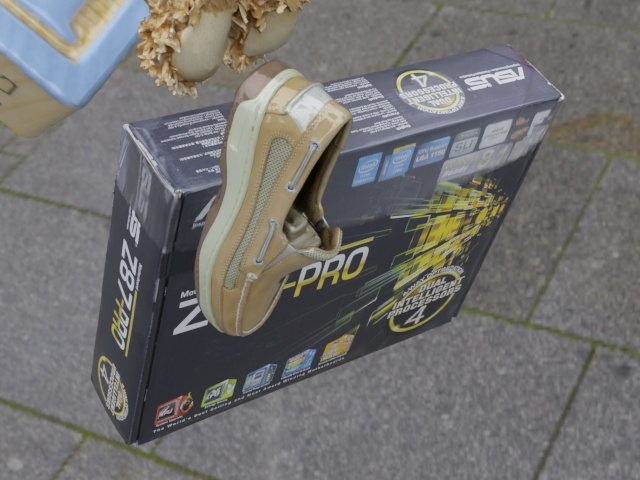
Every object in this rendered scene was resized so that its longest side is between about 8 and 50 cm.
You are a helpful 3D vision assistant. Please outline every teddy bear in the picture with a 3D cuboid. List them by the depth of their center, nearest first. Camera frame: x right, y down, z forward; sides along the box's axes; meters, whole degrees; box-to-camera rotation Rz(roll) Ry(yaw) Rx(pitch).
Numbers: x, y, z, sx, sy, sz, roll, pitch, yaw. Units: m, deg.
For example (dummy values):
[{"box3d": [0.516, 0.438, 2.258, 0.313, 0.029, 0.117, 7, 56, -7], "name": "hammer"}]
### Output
[{"box3d": [-0.096, -0.262, 0.718, 0.113, 0.338, 0.245, 4, 39, 35], "name": "teddy bear"}]

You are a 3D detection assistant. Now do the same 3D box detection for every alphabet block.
[{"box3d": [-0.254, -0.226, 0.962, 0.192, 0.193, 0.197, -54, 19, -19], "name": "alphabet block"}]

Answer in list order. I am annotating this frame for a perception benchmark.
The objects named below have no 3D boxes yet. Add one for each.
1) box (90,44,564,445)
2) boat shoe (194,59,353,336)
[{"box3d": [0.000, 0.000, 0.986, 0.395, 0.318, 0.097, -16, 52, -32], "name": "box"}, {"box3d": [-0.023, -0.006, 0.620, 0.072, 0.190, 0.068, 30, 47, 17], "name": "boat shoe"}]
